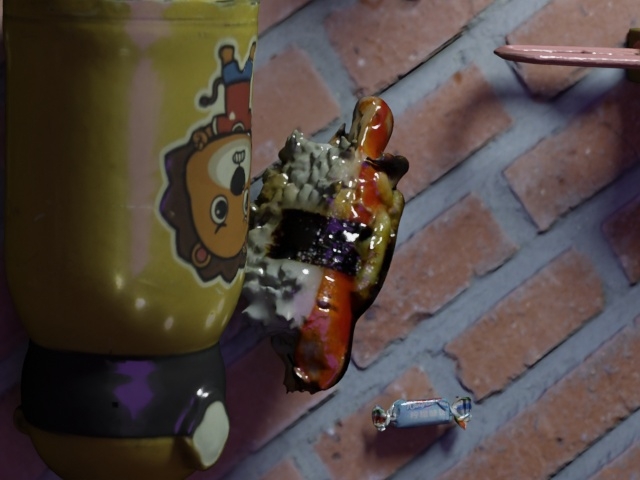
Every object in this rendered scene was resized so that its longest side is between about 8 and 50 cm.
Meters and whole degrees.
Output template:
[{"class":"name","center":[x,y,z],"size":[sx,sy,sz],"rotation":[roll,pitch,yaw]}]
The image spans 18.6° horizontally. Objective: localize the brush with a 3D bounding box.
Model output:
[{"class":"brush","center":[0.240,-0.135,1.480],"size":[0.233,0.103,0.047],"rotation":[-2,103,-19]}]

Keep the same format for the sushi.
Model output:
[{"class":"sushi","center":[-0.004,-0.001,1.411],"size":[0.103,0.097,0.226],"rotation":[27,73,-28]}]

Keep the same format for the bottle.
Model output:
[{"class":"bottle","center":[-0.129,-0.001,1.327],"size":[0.171,0.171,0.351],"rotation":[-3,101,-20]}]

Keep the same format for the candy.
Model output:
[{"class":"candy","center":[0.079,0.135,1.501],"size":[0.083,0.020,0.030],"rotation":[-6,99,-19]}]
